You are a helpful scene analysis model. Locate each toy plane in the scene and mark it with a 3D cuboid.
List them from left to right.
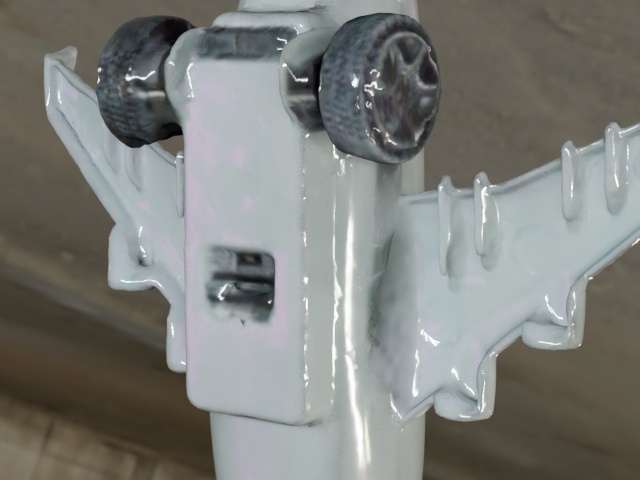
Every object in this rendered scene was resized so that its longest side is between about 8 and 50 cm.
[{"bbox_3d":[-0.003,-0.001,0.512,0.251,0.255,0.101,6,-177,36],"label":"toy plane"}]
